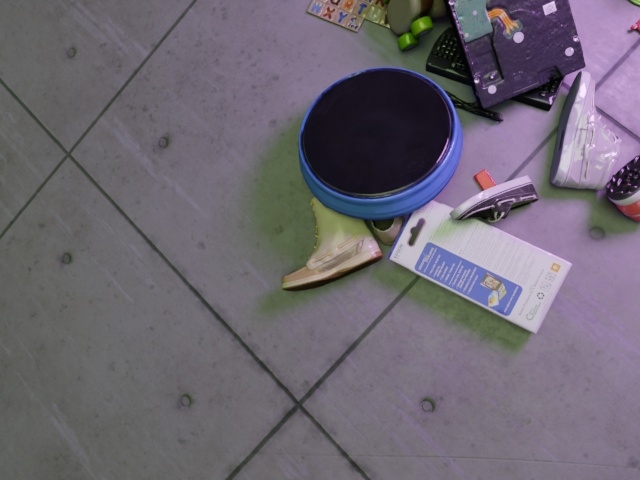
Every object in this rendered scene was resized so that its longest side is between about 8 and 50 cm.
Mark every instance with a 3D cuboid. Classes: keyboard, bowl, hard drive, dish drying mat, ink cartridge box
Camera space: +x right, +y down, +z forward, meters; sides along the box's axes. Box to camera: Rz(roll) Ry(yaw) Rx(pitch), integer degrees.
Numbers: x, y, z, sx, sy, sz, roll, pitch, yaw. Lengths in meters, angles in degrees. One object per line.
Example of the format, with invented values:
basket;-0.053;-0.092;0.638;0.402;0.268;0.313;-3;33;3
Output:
keyboard;0.405;-0.386;1.214;0.317;0.033;0.202;24;91;16
bowl;0.131;-0.239;1.182;0.390;0.077;0.392;-5;67;12
hard drive;0.413;-0.496;1.108;0.236;0.064;0.339;-22;106;12
dish drying mat;0.401;-0.128;1.200;0.032;0.008;0.083;-33;79;10
ink cartridge box;0.358;0.049;1.164;0.370;0.069;0.176;27;92;13

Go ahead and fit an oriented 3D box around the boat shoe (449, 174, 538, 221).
boat shoe;0.394;-0.081;1.129;0.219;0.078;0.070;-22;77;-14

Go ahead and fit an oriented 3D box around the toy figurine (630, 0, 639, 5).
toy figurine;0.743;-0.627;1.086;0.130;0.159;0.173;-8;82;13

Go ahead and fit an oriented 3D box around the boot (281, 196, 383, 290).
boot;0.000;0.000;1.244;0.261;0.095;0.204;-24;76;16

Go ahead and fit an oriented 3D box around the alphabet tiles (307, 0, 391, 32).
alphabet tiles;0.109;-0.649;1.325;0.237;0.009;0.198;28;91;15

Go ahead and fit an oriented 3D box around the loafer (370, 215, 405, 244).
loafer;0.148;-0.125;1.219;0.101;0.092;0.269;-17;81;12

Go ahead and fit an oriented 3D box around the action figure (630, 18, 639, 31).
action figure;0.762;-0.498;1.137;0.115;0.030;0.038;-14;86;14

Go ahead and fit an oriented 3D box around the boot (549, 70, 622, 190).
boot;0.605;-0.240;1.126;0.123;0.095;0.259;11;96;9

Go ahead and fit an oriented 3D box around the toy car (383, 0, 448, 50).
toy car;0.269;-0.581;1.236;0.188;0.149;0.155;-21;92;-15

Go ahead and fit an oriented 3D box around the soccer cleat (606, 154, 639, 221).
soccer cleat;0.755;-0.174;1.045;0.116;0.109;0.318;36;108;-23
